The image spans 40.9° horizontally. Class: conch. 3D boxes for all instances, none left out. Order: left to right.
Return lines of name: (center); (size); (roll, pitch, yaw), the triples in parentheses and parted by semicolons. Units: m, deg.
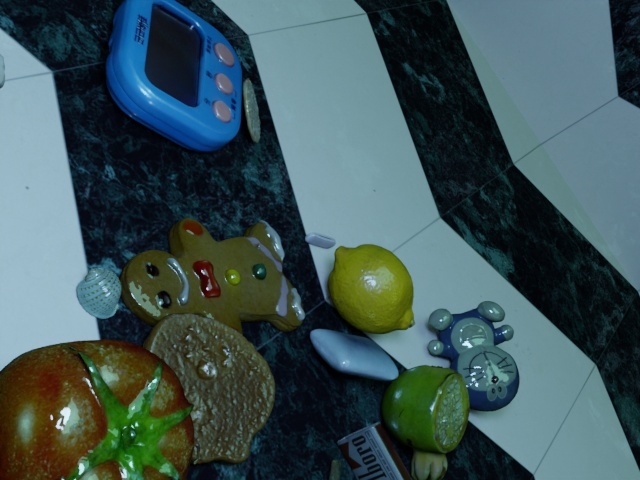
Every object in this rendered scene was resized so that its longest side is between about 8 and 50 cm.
conch: (-0.371, 0.088, 1.461); (0.085, 0.057, 0.076); (52, 48, -5)

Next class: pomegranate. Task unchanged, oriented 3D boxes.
pomegranate: (0.222, 0.381, 1.849); (0.190, 0.159, 0.240); (-47, 127, -43)

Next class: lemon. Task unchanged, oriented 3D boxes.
lemon: (0.113, 0.109, 1.899); (0.244, 0.187, 0.187); (46, 37, -13)

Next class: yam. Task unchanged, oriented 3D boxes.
yam: (0.017, 0.518, 1.603); (0.027, 0.029, 0.234); (17, 47, -6)

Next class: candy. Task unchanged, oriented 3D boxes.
candy: (0.070, 0.243, 1.817); (0.174, 0.071, 0.138); (18, 15, -41)

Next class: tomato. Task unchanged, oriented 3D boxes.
tomato: (-0.330, 0.285, 1.197); (0.304, 0.239, 0.303); (21, 62, -45)

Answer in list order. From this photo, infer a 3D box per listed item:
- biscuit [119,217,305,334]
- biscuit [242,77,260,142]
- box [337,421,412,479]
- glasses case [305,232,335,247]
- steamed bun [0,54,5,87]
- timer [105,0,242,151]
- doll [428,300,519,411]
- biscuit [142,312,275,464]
biscuit: (-0.195, 0.080, 1.661); (0.432, 0.064, 0.282); (0, 63, -50)
biscuit: (-0.159, -0.297, 1.968); (0.152, 0.020, 0.152); (-8, 90, -85)
box: (0.115, 0.455, 1.686); (0.036, 0.115, 0.177); (-22, 79, -47)
glasses case: (0.000, 0.000, 1.977); (0.083, 0.032, 0.021); (17, 53, -41)
steamed bun: (-0.619, -0.279, 1.414); (0.183, 0.106, 0.182); (27, 48, -35)
timer: (-0.308, -0.357, 1.826); (0.309, 0.115, 0.340); (29, 43, -36)
doll: (0.380, 0.289, 2.099); (0.228, 0.154, 0.258); (-9, 57, -16)
biscuit: (-0.203, 0.260, 1.507); (0.273, 0.049, 0.257); (37, 50, -22)
